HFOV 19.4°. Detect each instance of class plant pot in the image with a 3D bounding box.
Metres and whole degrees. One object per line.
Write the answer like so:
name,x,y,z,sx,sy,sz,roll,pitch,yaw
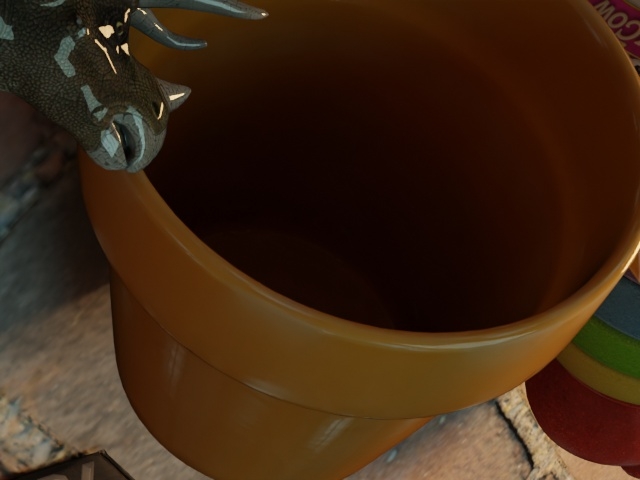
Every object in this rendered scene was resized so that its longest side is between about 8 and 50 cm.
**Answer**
plant pot,0.000,0.000,0.724,0.205,0.205,0.188,-30,159,-32

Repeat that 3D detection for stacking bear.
stacking bear,0.189,0.021,1.032,0.164,0.175,0.289,-35,154,-29

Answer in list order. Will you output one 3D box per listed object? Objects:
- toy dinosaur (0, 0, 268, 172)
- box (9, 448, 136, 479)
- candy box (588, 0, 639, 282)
toy dinosaur,-0.129,-0.130,0.498,0.160,0.121,0.313,-49,148,-28
box,-0.220,0.254,0.813,0.295,0.073,0.293,-14,135,-47
candy box,0.187,-0.113,0.801,0.233,0.159,0.071,-45,159,28
